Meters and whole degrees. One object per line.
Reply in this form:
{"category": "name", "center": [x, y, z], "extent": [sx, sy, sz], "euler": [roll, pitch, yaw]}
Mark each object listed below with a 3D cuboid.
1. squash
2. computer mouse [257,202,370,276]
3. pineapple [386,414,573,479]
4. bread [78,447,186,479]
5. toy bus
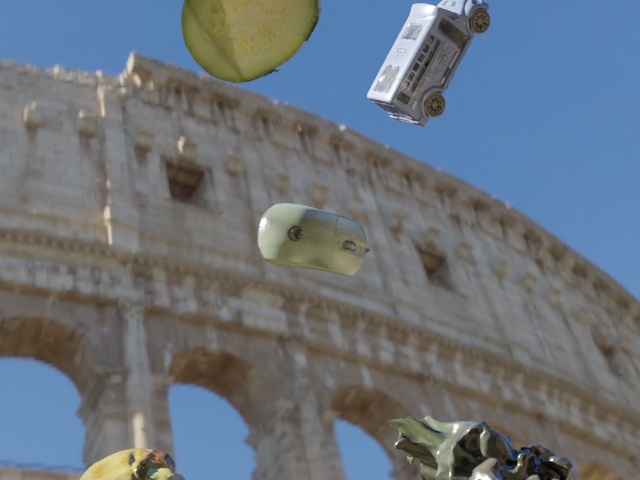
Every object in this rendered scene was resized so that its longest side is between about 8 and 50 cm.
{"category": "squash", "center": [-0.036, -0.197, 0.964], "extent": [0.075, 0.200, 0.090], "euler": [-38, -83, 32]}
{"category": "computer mouse", "center": [0.000, 0.000, 1.017], "extent": [0.110, 0.056, 0.032], "euler": [12, -8, -26]}
{"category": "pineapple", "center": [0.190, 0.278, 0.952], "extent": [0.223, 0.357, 0.223], "euler": [-26, -28, -15]}
{"category": "bread", "center": [-0.229, 0.230, 0.639], "extent": [0.367, 0.084, 0.077], "euler": [-31, -28, -4]}
{"category": "toy bus", "center": [0.127, -0.220, 1.367], "extent": [0.076, 0.073, 0.167], "euler": [29, -94, -31]}
